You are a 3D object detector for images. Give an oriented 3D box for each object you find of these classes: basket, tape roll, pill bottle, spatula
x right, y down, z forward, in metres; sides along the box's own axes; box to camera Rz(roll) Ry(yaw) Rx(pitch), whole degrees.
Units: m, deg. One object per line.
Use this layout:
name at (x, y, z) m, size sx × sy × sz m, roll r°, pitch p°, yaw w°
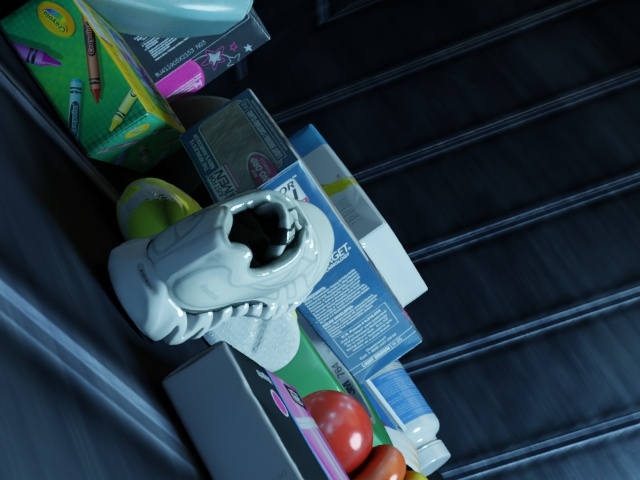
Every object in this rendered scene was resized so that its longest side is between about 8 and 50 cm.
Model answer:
basket at (-0.139, -0.089, 1.328) m, size 0.204 × 0.154 × 0.227 m, roll 18°, pitch 24°, yaw -20°
tape roll at (-0.031, 0.140, 1.133) m, size 0.321 × 0.077 × 0.321 m, roll 56°, pitch 2°, yaw -3°
pill bottle at (0.139, 0.322, 1.719) m, size 0.221 × 0.124 × 0.124 m, roll 56°, pitch 1°, yaw 26°
spatula at (0.023, 0.196, 1.397) m, size 0.168 × 0.019 × 0.242 m, roll 1°, pitch -44°, yaw 44°

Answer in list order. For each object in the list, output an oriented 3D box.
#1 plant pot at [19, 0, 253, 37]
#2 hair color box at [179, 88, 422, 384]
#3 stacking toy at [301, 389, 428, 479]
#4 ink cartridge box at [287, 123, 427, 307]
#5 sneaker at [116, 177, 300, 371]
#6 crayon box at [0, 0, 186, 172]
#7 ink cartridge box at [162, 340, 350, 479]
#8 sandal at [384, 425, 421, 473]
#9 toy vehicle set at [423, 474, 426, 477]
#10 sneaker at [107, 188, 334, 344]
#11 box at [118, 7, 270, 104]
plant pot at (-0.192, -0.364, 1.107) m, size 0.252 × 0.247 × 0.248 m, roll 18°, pitch -1°, yaw -18°
hair color box at (-0.016, 0.003, 1.123) m, size 0.347 × 0.105 × 0.174 m, roll 53°, pitch 2°, yaw -42°
stacking toy at (0.087, 0.281, 0.914) m, size 0.330 × 0.141 × 0.141 m, roll 51°, pitch 2°, yaw -4°
ink cartridge box at (0.000, 0.000, 1.490) m, size 0.270 × 0.197 × 0.198 m, roll 56°, pitch 1°, yaw 42°
sneaker at (-0.108, 0.022, 0.939) m, size 0.240 × 0.091 × 0.126 m, roll 54°, pitch 1°, yaw -25°
crayon box at (-0.243, -0.173, 1.075) m, size 0.165 × 0.081 × 0.278 m, roll 56°, pitch 1°, yaw 1°
ink cartridge box at (0.022, 0.251, 0.663) m, size 0.371 × 0.069 × 0.176 m, roll 59°, pitch 2°, yaw 25°
sandal at (0.104, 0.323, 1.469) m, size 0.102 × 0.076 × 0.265 m, roll 55°, pitch 2°, yaw -29°
toy vehicle set at (0.201, 0.472, 1.363) m, size 0.267 × 0.035 × 0.166 m, roll 54°, pitch 15°, yaw -42°
sneaker at (-0.047, 0.006, 0.805) m, size 0.110 × 0.118 × 0.292 m, roll 57°, pitch 26°, yaw 6°
box at (-0.233, -0.316, 1.399) m, size 0.163 × 0.247 × 0.142 m, roll 55°, pitch 0°, yaw -43°
